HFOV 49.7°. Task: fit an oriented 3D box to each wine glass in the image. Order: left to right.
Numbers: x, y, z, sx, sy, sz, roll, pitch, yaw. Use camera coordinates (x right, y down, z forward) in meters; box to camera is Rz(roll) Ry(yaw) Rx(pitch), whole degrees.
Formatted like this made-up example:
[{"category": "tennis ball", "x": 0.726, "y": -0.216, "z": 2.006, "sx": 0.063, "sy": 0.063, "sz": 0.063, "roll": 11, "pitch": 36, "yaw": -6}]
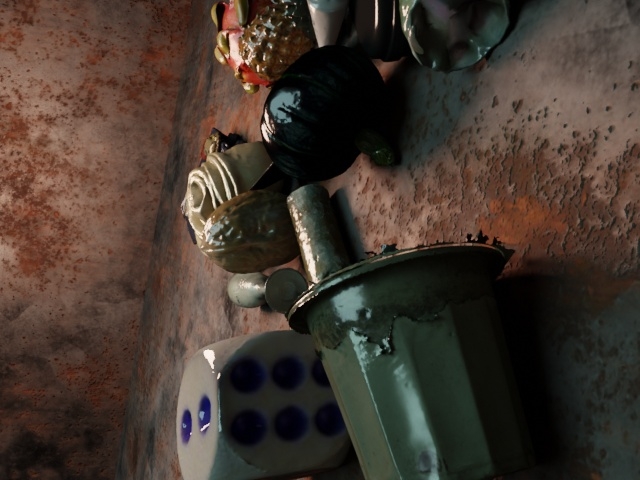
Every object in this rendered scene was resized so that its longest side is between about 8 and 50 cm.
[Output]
[{"category": "wine glass", "x": -0.208, "y": 0.111, "z": 1.533, "sx": 0.309, "sy": 0.264, "sz": 0.096, "roll": 174, "pitch": 96, "yaw": -66}]

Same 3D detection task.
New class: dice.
[{"category": "dice", "x": -0.099, "y": 0.303, "z": 1.217, "sx": 0.251, "sy": 0.259, "sz": 0.243, "roll": -44, "pitch": 49, "yaw": 53}]

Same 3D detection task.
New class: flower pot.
[{"category": "flower pot", "x": 0.121, "y": 0.159, "z": 0.808, "sx": 0.290, "sy": 0.291, "sz": 0.259, "roll": -48, "pitch": 50, "yaw": 52}]

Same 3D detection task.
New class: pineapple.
[{"category": "pineapple", "x": -0.031, "y": -0.467, "z": 1.450, "sx": 0.310, "sy": 0.170, "sz": 0.141, "roll": -39, "pitch": 19, "yaw": 31}]

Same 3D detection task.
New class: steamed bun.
[{"category": "steamed bun", "x": -0.230, "y": -0.090, "z": 1.711, "sx": 0.324, "sy": 0.220, "sz": 0.309, "roll": 146, "pitch": 130, "yaw": -60}]

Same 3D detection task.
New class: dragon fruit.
[{"category": "dragon fruit", "x": -0.131, "y": -0.524, "z": 1.686, "sx": 0.307, "sy": 0.243, "sz": 0.227, "roll": -47, "pitch": -7, "yaw": -13}]

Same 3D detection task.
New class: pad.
[{"category": "pad", "x": -0.068, "y": -0.163, "z": 1.470, "sx": 0.006, "sy": 0.170, "sz": 0.245, "roll": 57, "pitch": 148, "yaw": 2}]

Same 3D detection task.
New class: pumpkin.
[{"category": "pumpkin", "x": 0.030, "y": -0.201, "z": 1.208, "sx": 0.248, "sy": 0.248, "sz": 0.247, "roll": -171, "pitch": 90, "yaw": -67}]

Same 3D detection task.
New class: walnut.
[{"category": "walnut", "x": -0.145, "y": -0.017, "z": 1.470, "sx": 0.178, "sy": 0.231, "sz": 0.178, "roll": 163, "pitch": 90, "yaw": -80}]

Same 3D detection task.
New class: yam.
[{"category": "yam", "x": 0.000, "y": 0.000, "z": 1.320, "sx": 0.259, "sy": 0.093, "sz": 0.093, "roll": -107, "pitch": 35, "yaw": -43}]

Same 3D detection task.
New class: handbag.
[{"category": "handbag", "x": -0.309, "y": -0.164, "z": 2.052, "sx": 0.303, "sy": 0.122, "sz": 0.329, "roll": -130, "pitch": 55, "yaw": -61}, {"category": "handbag", "x": 0.106, "y": -0.443, "z": 1.146, "sx": 0.253, "sy": 0.093, "sz": 0.308, "roll": 90, "pitch": 171, "yaw": -48}]

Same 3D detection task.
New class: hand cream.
[{"category": "hand cream", "x": 0.018, "y": -0.385, "z": 1.329, "sx": 0.336, "sy": 0.076, "sz": 0.121, "roll": 85, "pitch": -172, "yaw": -69}]

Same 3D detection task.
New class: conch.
[{"category": "conch", "x": 0.196, "y": -0.373, "z": 0.919, "sx": 0.277, "sy": 0.220, "sz": 0.195, "roll": -47, "pitch": 9, "yaw": 16}]

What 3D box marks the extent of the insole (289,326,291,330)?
[{"category": "insole", "x": -0.017, "y": 0.185, "z": 1.387, "sx": 0.248, "sy": 0.011, "sz": 0.081, "roll": -167, "pitch": 86, "yaw": -67}]
